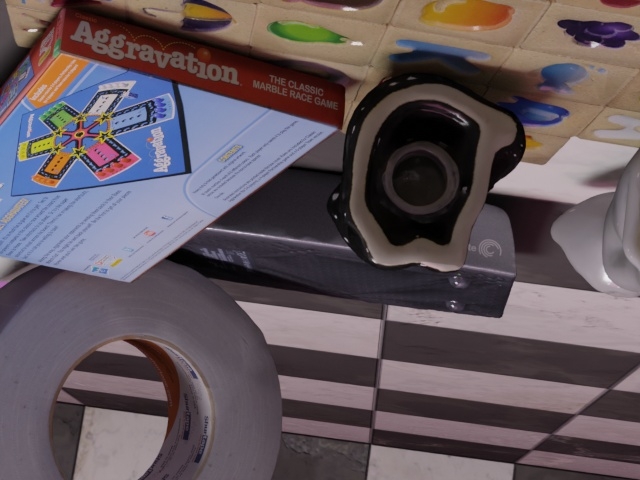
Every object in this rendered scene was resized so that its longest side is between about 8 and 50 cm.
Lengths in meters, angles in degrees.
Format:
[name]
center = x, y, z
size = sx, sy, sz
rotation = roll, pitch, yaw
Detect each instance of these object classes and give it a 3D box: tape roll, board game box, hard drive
[tape roll]
center = -0.136, 0.118, 1.017
size = 0.219, 0.219, 0.072
rotation = 15, 172, -30
[board game box]
center = -0.116, -0.039, 0.830
size = 0.145, 0.027, 0.281
rotation = 12, 158, -25
[hard drive]
center = 0.000, 0.000, 1.017
size = 0.254, 0.054, 0.172
rotation = 8, 168, 5

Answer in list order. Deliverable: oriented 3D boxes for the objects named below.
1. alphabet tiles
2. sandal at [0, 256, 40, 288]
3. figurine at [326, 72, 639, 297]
[alphabet tiles]
center = 0.027, -0.091, 0.697
size = 0.342, 0.011, 0.285
rotation = 9, 167, -4
[sandal]
center = -0.254, -0.006, 1.037
size = 0.169, 0.102, 0.416
rotation = 4, 165, 10
[figurine]
center = 0.110, -0.014, 0.798
size = 0.214, 0.092, 0.209
rotation = 8, 175, -3
